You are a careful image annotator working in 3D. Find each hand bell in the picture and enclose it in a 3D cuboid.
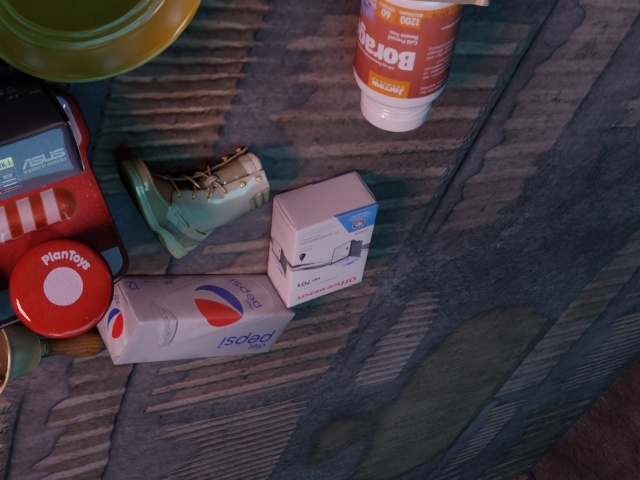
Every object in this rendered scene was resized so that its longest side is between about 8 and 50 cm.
[{"bbox_3d":[-0.378,0.147,1.218,0.126,0.126,0.242,-47,158,22],"label":"hand bell"}]

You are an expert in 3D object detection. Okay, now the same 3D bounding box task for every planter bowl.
[{"bbox_3d":[-0.217,-0.256,0.793,0.217,0.090,0.217,-23,147,-16],"label":"planter bowl"}]

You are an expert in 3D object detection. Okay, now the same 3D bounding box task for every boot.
[{"bbox_3d":[-0.153,-0.070,1.116,0.165,0.077,0.213,-29,153,-4],"label":"boot"}]

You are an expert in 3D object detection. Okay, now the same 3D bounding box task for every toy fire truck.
[{"bbox_3d":[-0.360,0.003,0.909,0.302,0.254,0.169,-21,-178,-16],"label":"toy fire truck"}]

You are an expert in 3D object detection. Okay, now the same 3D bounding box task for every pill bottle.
[{"bbox_3d":[0.103,-0.240,1.065,0.121,0.121,0.216,-20,145,-19],"label":"pill bottle"}]

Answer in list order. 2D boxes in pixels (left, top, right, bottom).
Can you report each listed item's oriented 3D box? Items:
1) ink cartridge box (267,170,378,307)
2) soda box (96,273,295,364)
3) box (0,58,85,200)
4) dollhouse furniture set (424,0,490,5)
[{"bbox_3d":[0.000,0.000,1.339,0.140,0.082,0.190,-19,144,-21],"label":"ink cartridge box"},{"bbox_3d":[-0.184,0.114,1.323,0.286,0.091,0.098,2,134,-43],"label":"soda box"},{"bbox_3d":[-0.353,-0.085,0.795,0.233,0.183,0.059,-22,130,-18],"label":"box"},{"bbox_3d":[0.013,-0.365,0.731,0.198,0.286,0.303,-11,114,-44],"label":"dollhouse furniture set"}]
